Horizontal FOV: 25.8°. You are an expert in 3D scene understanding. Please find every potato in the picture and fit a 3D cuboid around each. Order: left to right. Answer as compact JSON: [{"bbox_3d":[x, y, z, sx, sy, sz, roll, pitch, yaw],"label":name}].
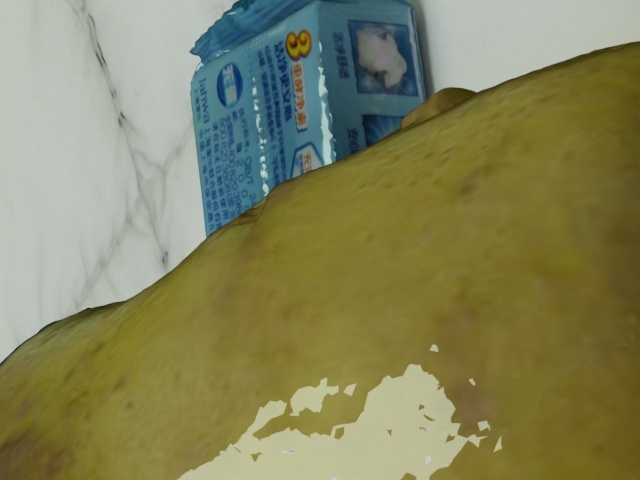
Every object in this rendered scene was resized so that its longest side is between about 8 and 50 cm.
[{"bbox_3d":[0.029,0.092,0.483,0.290,0.397,0.296,49,139,2],"label":"potato"}]

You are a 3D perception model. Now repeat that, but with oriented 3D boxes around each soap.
[{"bbox_3d":[0.000,0.000,0.776,0.156,0.077,0.293,-18,76,54],"label":"soap"}]
